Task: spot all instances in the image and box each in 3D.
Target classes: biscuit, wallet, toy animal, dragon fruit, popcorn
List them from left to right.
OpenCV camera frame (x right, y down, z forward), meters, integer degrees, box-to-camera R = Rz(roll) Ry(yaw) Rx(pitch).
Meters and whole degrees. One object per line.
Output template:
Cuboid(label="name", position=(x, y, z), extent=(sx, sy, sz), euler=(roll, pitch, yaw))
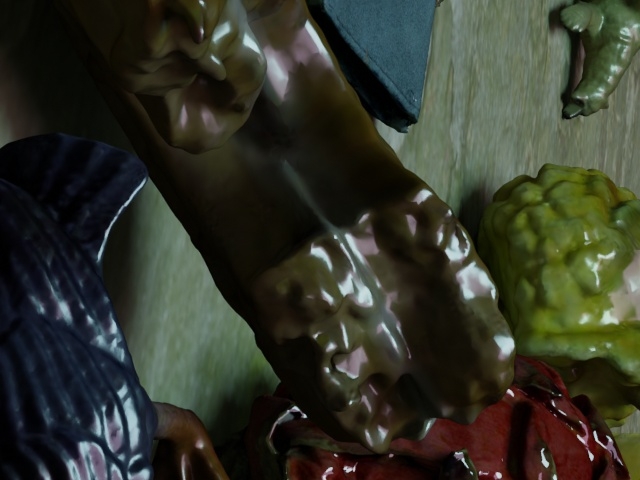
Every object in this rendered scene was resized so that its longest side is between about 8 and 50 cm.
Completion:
Cuboid(label="toy animal", position=(-0.116, 0.104, 0.822), extent=(0.185, 0.122, 0.298), euler=(-18, 106, -64))
Cuboid(label="biscuit", position=(-0.039, -0.077, 0.849), extent=(0.268, 0.115, 0.366), euler=(55, -8, 43))
Cuboid(label="wallet", position=(0.049, -0.282, 1.269), extent=(0.191, 0.046, 0.379), euler=(40, 55, -58))
Cuboid(label="dragon fruit", position=(0.055, 0.168, 1.081), extent=(0.299, 0.244, 0.244), euler=(35, 57, -36))
Cuboid(label="popcorn", position=(0.199, 0.048, 1.464), extent=(0.218, 0.169, 0.189), euler=(41, 47, -46))
Cuboid(label="toy animal", position=(0.269, -0.216, 1.722), extent=(0.101, 0.103, 0.218), euler=(97, 4, -57))

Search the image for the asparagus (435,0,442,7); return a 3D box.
Cuboid(label="asparagus", position=(0.107, -0.228, 1.436), extent=(0.013, 0.016, 0.166), euler=(114, -2, -49))

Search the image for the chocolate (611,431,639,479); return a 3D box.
Cuboid(label="chocolate", position=(0.295, 0.387, 1.640), extent=(0.162, 0.162, 0.445), euler=(41, 49, -59))
